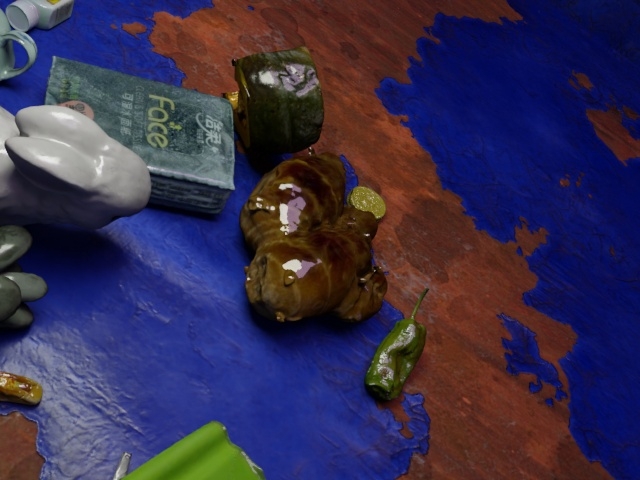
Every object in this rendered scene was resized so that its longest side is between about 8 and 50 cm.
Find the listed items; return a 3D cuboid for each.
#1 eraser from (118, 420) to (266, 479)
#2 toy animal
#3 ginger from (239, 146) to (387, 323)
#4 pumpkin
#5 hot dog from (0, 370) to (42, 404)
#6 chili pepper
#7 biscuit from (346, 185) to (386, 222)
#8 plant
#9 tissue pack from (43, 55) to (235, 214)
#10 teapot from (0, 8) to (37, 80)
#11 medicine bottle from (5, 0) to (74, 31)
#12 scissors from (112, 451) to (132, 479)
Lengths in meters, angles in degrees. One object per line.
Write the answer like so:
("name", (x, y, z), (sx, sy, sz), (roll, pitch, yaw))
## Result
("eraser", (-0.153, 0.339, 0.767), (0.210, 0.092, 0.274), (54, 24, 7))
("toy animal", (-0.412, -0.109, 0.932), (0.357, 0.258, 0.194), (5, 51, -2))
("ginger", (-0.004, -0.010, 1.186), (0.274, 0.152, 0.358), (9, 52, -26))
("pumpkin", (-0.099, -0.281, 1.277), (0.139, 0.190, 0.281), (-15, 43, -16))
("hot dog", (-0.393, 0.182, 0.873), (0.090, 0.034, 0.030), (15, 47, -19))
("chili pepper", (0.138, 0.181, 1.171), (0.072, 0.073, 0.204), (46, 54, -15))
("biscuit", (0.092, -0.071, 1.386), (0.084, 0.023, 0.084), (17, 48, -19))
("plant", (-0.473, 0.069, 0.844), (0.149, 0.147, 0.274), (30, 25, 30))
("tissue pack", (-0.305, -0.173, 1.173), (0.315, 0.103, 0.228), (10, 50, -23))
("teapot", (-0.568, -0.341, 1.123), (0.231, 0.159, 0.159), (29, 44, -7))
("medicine bottle", (-0.523, -0.433, 1.292), (0.074, 0.055, 0.118), (35, 44, -3))
("scissors", (-0.264, 0.349, 0.820), (0.110, 0.021, 0.212), (29, 43, -17))
